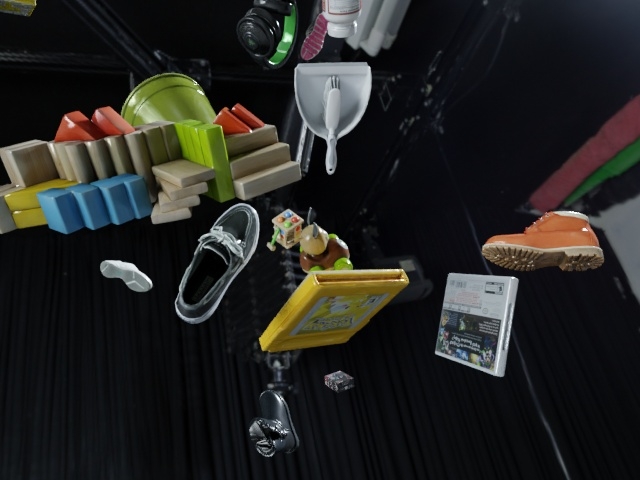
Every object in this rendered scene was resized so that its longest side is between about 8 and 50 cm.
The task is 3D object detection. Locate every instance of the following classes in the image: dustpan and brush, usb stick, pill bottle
[{"bbox_3d":[0.022,-0.231,0.889,0.147,0.060,0.211,-5,-46,-10],"label":"dustpan and brush"},{"bbox_3d":[-0.035,-0.322,1.294,0.045,0.279,0.077,11,5,-2],"label":"usb stick"},{"bbox_3d":[0.063,-0.736,1.362,0.121,0.121,0.216,-9,-45,-6],"label":"pill bottle"}]

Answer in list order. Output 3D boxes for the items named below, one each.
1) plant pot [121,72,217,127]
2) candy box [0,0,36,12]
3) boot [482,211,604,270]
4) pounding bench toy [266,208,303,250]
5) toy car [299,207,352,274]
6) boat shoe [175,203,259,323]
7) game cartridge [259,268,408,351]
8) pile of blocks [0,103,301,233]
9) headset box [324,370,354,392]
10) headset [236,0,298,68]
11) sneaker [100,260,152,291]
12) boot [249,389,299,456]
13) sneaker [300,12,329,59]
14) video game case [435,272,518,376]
[{"bbox_3d":[-0.528,-0.395,1.780,0.366,0.353,0.367,-32,-27,-19],"label":"plant pot"},{"bbox_3d":[-0.661,-0.499,0.945,0.105,0.027,0.205,-3,18,-36],"label":"candy box"},{"bbox_3d":[0.316,-0.003,0.663,0.157,0.085,0.059,1,-29,11],"label":"boot"},{"bbox_3d":[-0.084,-0.020,1.018,0.083,0.052,0.065,-36,-31,-31],"label":"pounding bench toy"},{"bbox_3d":[0.000,0.000,1.302,0.148,0.155,0.189,-17,-53,-5],"label":"toy car"},{"bbox_3d":[-0.218,0.026,0.978,0.113,0.306,0.105,29,-32,2],"label":"boat shoe"},{"bbox_3d":[0.028,0.184,1.146,0.285,0.053,0.324,1,-40,-34],"label":"game cartridge"},{"bbox_3d":[-0.208,-0.092,0.508,0.361,0.149,0.113,-13,-64,-11],"label":"pile of blocks"},{"bbox_3d":[0.057,0.443,1.428,0.062,0.032,0.083,-9,9,-30],"label":"headset box"},{"bbox_3d":[-0.193,-0.717,1.427,0.185,0.244,0.394,21,-4,16],"label":"headset"},{"bbox_3d":[-0.499,0.086,1.193,0.152,0.054,0.061,23,16,14],"label":"sneaker"},{"bbox_3d":[-0.179,0.624,1.576,0.094,0.247,0.207,-35,-31,5],"label":"boot"},{"bbox_3d":[-0.024,-0.689,1.551,0.063,0.171,0.074,25,-4,-22],"label":"sneaker"},{"bbox_3d":[0.295,0.153,0.875,0.022,0.174,0.190,13,-6,-18],"label":"video game case"}]
